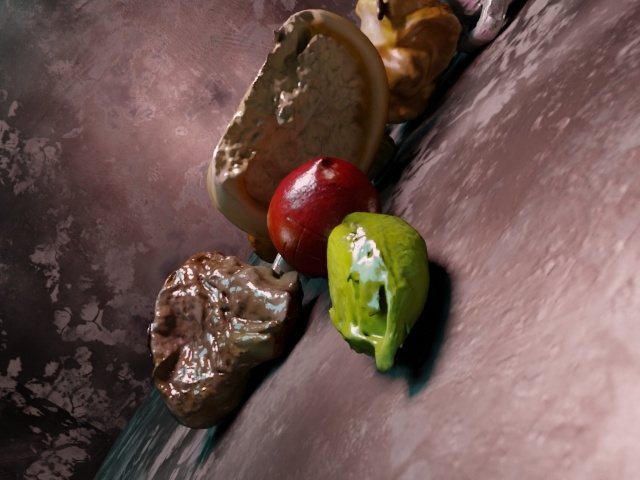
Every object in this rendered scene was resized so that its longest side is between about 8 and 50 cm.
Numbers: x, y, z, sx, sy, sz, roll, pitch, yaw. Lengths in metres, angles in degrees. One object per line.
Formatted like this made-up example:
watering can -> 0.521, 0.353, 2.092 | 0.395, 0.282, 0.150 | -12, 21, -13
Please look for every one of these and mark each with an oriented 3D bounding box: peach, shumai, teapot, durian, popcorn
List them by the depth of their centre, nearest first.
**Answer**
durian -> 0.060, 0.039, 0.505 | 0.250, 0.101, 0.139 | -136, 47, -80
peach -> 0.008, -0.039, 0.735 | 0.197, 0.197, 0.197 | -52, 10, 13
shumai -> -0.150, 0.168, 0.889 | 0.284, 0.217, 0.345 | -12, 59, 13
teapot -> 0.325, -0.513, 0.934 | 0.221, 0.163, 0.178 | -53, 15, 13
popcorn -> 0.177, -0.409, 1.030 | 0.316, 0.281, 0.296 | -14, 83, 60

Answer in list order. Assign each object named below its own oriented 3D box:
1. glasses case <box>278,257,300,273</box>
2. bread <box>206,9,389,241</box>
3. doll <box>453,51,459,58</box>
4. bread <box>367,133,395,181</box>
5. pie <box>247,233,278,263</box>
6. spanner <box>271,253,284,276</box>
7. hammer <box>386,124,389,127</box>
glasses case -> 0.000, 0.000, 1.024 | 0.193, 0.070, 0.102 | -55, -18, 5
bread -> -0.064, -0.214, 0.878 | 0.245, 0.329, 0.423 | 26, 87, 40
doll -> 0.302, -0.473, 1.144 | 0.089, 0.102, 0.179 | -4, -36, -42
bread -> 0.126, -0.204, 1.071 | 0.094, 0.083, 0.157 | -21, 29, 45
pie -> -0.076, -0.057, 1.180 | 0.273, 0.069, 0.273 | -36, -42, -41
spanner -> -0.136, 0.161, 1.054 | 0.095, 0.040, 0.324 | 109, -177, -65
hammer -> 0.213, -0.355, 1.336 | 0.110, 0.019, 0.035 | -53, 9, 39
